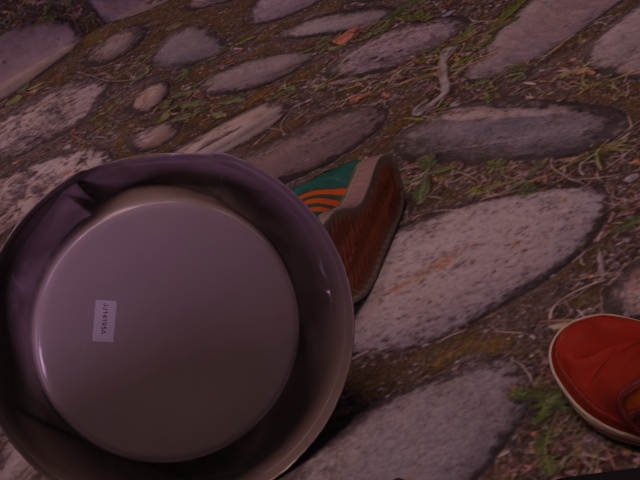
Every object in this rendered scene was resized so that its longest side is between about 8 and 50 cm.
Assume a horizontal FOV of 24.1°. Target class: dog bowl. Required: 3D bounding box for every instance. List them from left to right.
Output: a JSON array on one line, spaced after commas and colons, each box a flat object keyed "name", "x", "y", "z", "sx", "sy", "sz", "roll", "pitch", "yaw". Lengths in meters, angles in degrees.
[{"name": "dog bowl", "x": -0.148, "y": 0.080, "z": 1.418, "sx": 0.349, "sy": 0.349, "sz": 0.102, "roll": -30, "pitch": 13, "yaw": -10}]

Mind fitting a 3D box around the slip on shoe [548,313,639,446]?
[{"name": "slip on shoe", "x": 0.293, "y": 0.116, "z": 1.213, "sx": 0.123, "sy": 0.101, "sz": 0.331, "roll": -33, "pitch": 25, "yaw": -12}]

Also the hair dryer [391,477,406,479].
[{"name": "hair dryer", "x": 0.015, "y": 0.246, "z": 1.139, "sx": 0.293, "sy": 0.080, "sz": 0.223, "roll": -19, "pitch": 13, "yaw": -31}]

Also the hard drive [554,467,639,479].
[{"name": "hard drive", "x": 0.237, "y": 0.217, "z": 1.128, "sx": 0.094, "sy": 0.022, "sz": 0.135, "roll": -7, "pitch": 25, "yaw": -5}]

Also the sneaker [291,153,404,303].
[{"name": "sneaker", "x": 0.000, "y": 0.000, "z": 1.698, "sx": 0.121, "sy": 0.108, "sz": 0.302, "roll": -13, "pitch": 20, "yaw": 26}]
